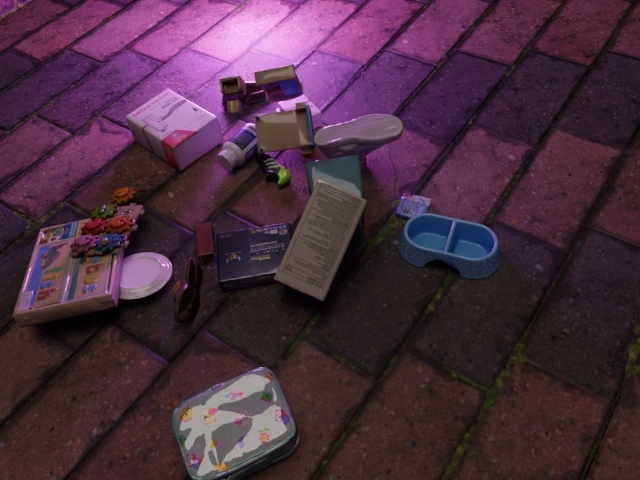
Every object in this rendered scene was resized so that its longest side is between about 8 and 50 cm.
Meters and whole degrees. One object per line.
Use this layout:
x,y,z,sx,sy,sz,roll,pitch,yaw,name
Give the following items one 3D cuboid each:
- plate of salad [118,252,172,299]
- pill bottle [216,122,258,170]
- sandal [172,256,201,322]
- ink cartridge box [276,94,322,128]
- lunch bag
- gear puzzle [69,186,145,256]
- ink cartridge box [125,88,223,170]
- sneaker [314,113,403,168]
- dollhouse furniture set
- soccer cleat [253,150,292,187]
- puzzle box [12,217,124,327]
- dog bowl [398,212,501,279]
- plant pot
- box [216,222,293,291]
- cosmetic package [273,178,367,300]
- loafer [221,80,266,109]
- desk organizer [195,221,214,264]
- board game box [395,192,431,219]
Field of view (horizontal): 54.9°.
-0.536,0.109,1.823,0.199,0.048,0.200,-2,40,2,plate of salad
-0.275,-0.316,2.109,0.094,0.094,0.169,26,58,25,pill bottle
-0.389,0.143,1.755,0.060,0.090,0.220,-15,50,16,sandal
-0.083,-0.468,2.231,0.104,0.060,0.180,-28,53,-14,ink cartridge box
-0.201,0.451,1.459,0.279,0.108,0.224,-24,57,-10,lunch bag
-0.643,-0.076,1.910,0.175,0.044,0.339,-3,38,8,gear puzzle
-0.521,-0.397,2.191,0.283,0.117,0.207,33,62,29,ink cartridge box
0.145,-0.307,1.993,0.292,0.169,0.108,-4,57,25,sneaker
-0.165,-0.401,2.097,0.286,0.198,0.304,-9,86,6,dollhouse furniture set
-0.172,-0.242,2.059,0.072,0.060,0.179,-40,60,-22,soccer cleat
-0.722,0.072,1.819,0.271,0.052,0.409,-12,38,-4,puzzle box
0.372,0.008,1.775,0.297,0.074,0.166,14,54,17,dog bowl
0.056,-0.105,1.857,0.165,0.165,0.234,-9,60,0,plant pot
-0.189,0.046,1.822,0.232,0.059,0.184,-9,51,-1,box
0.000,0.000,1.688,0.153,0.129,0.296,25,87,0,cosmetic package
-0.272,-0.563,2.322,0.220,0.078,0.080,-29,53,-16,loafer
-0.351,0.007,1.884,0.050,0.047,0.130,-10,50,-4,desk organizer
0.289,-0.102,1.910,0.090,0.020,0.090,15,54,17,board game box
